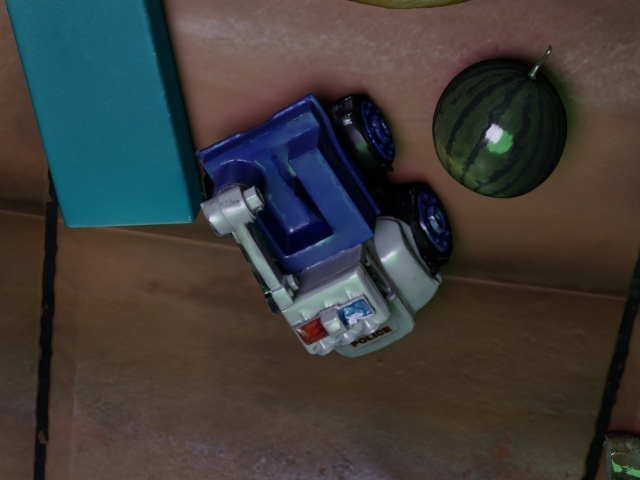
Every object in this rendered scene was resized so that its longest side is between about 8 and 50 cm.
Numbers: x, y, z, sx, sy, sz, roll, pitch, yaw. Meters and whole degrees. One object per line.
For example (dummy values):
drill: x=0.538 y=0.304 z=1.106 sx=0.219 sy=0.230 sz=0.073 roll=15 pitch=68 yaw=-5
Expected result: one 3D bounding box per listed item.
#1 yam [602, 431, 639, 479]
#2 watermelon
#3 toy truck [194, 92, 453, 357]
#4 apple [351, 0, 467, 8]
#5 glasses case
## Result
yam: x=0.372 y=0.208 z=1.545 sx=0.253 sy=0.061 sz=0.061 roll=6 pitch=121 yaw=2
watermelon: x=0.144 y=-0.096 z=1.359 sx=0.105 sy=0.105 sz=0.133 roll=22 pitch=120 yaw=-8
toy truck: x=0.000 y=0.000 z=1.387 sx=0.161 sy=0.177 sz=0.213 roll=-26 pitch=114 yaw=17
apple: x=0.096 y=-0.317 z=1.224 sx=0.179 sy=0.254 sz=0.346 roll=31 pitch=128 yaw=35
glasses case: x=-0.174 y=-0.155 z=1.378 sx=0.117 sy=0.070 sz=0.301 roll=-2 pitch=122 yaw=13
